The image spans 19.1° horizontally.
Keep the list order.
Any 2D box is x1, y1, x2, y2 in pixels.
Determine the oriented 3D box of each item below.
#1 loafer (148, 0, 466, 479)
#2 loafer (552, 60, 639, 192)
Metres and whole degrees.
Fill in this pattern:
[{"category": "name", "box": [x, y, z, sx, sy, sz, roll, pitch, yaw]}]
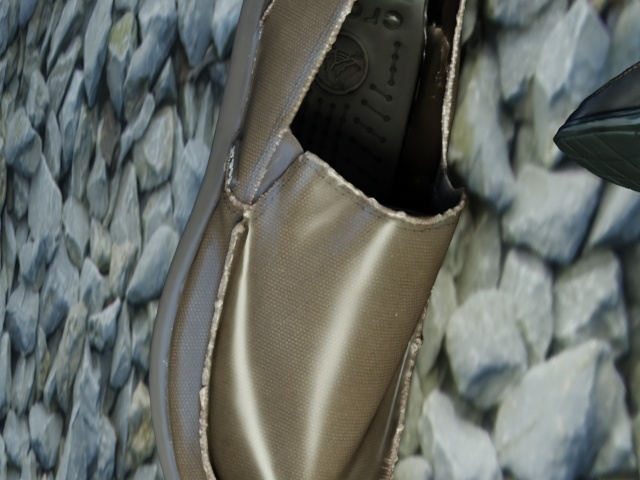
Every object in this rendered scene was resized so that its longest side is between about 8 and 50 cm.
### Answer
[{"category": "loafer", "box": [0.000, 0.000, 0.986, 0.130, 0.134, 0.366, 178, 98, -65]}, {"category": "loafer", "box": [0.157, -0.058, 0.768, 0.170, 0.062, 0.061, -9, 53, 61]}]
